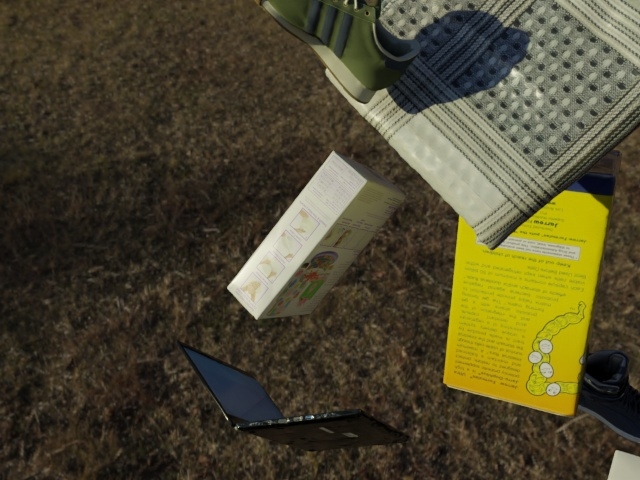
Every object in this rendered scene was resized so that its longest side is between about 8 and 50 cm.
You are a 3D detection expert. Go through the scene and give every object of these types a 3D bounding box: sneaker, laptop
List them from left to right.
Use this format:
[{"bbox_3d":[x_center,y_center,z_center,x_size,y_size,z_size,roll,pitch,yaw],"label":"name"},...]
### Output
[{"bbox_3d":[-0.033,0.217,0.896,0.265,0.234,0.136,-12,62,19],"label":"laptop"},{"bbox_3d":[0.018,-0.217,0.589,0.086,0.192,0.064,-28,39,33],"label":"sneaker"},{"bbox_3d":[0.555,0.282,1.132,0.226,0.163,0.086,23,60,16],"label":"sneaker"}]

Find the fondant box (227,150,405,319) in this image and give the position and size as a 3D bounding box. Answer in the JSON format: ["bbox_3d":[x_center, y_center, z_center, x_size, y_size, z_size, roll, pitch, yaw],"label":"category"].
[{"bbox_3d":[0.000,0.000,1.227,0.096,0.330,0.238,42,13,20],"label":"fondant box"}]

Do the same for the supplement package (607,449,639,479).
[{"bbox_3d":[0.680,0.616,1.307,0.175,0.292,0.177,11,43,33],"label":"supplement package"}]

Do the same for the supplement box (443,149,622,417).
[{"bbox_3d":[0.318,0.045,0.947,0.195,0.356,0.194,10,22,25],"label":"supplement box"}]

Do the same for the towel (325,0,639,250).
[{"bbox_3d":[0.182,-0.209,0.644,0.324,0.312,0.056,52,19,16],"label":"towel"}]
